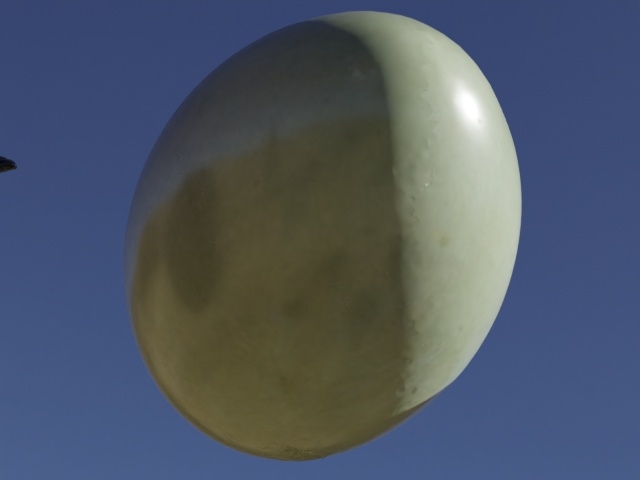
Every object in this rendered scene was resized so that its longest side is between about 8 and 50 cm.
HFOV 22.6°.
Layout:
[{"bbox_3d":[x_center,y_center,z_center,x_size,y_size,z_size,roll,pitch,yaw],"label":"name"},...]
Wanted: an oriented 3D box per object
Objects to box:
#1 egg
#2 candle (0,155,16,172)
[{"bbox_3d":[0.000,0.000,0.781,0.186,0.186,0.253,18,-48,-9],"label":"egg"},{"bbox_3d":[-0.142,-0.099,0.565,0.021,0.167,0.026,-19,-13,-9],"label":"candle"}]
